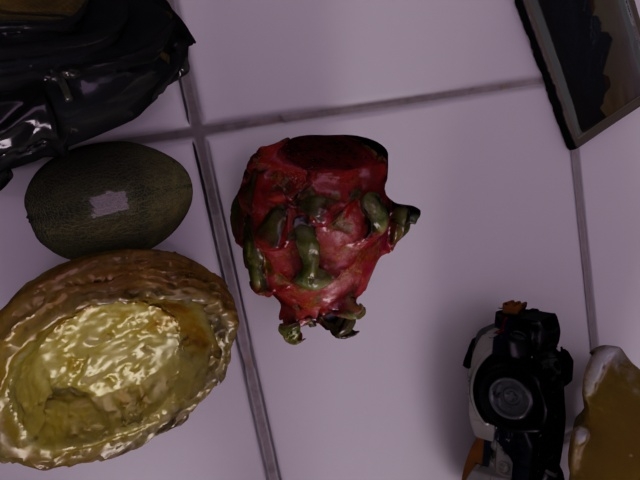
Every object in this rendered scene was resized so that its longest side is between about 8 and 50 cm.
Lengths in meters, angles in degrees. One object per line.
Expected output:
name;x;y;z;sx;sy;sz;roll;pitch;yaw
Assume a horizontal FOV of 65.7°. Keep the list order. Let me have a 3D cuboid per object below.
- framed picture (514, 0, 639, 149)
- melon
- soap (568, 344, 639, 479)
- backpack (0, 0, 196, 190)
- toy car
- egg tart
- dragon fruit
framed picture;0.357;-0.280;0.664;0.192;0.018;0.265;-33;106;-17
melon;-0.172;-0.033;0.413;0.130;0.098;0.098;-13;99;-20
soap;0.351;0.277;0.547;0.335;0.156;0.294;29;73;-57
backpack;-0.218;-0.143;0.354;0.258;0.133;0.206;-27;69;-28
toy car;0.229;0.222;0.587;0.193;0.118;0.301;-2;93;-53
egg tart;-0.170;0.089;0.406;0.212;0.090;0.213;-18;129;-24
dragon fruit;0.000;0.000;0.458;0.160;0.166;0.172;-55;154;-51
